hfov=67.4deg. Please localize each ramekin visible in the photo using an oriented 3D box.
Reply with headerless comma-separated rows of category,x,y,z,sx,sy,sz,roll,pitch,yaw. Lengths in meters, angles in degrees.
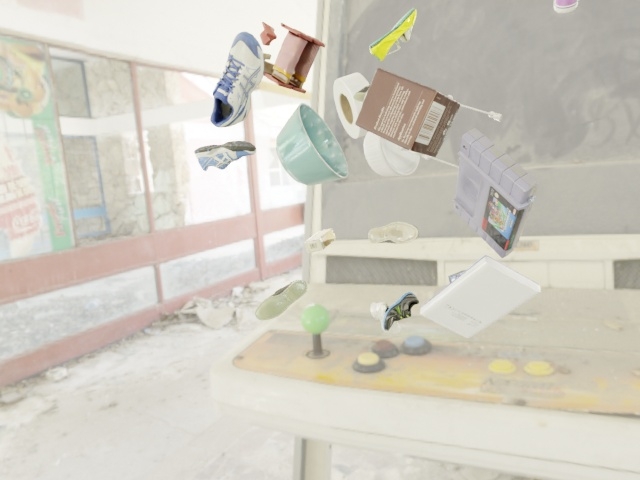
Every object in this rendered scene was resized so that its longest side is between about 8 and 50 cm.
ramekin,0.306,-0.404,2.103,0.273,0.273,0.127,-12,1,-43

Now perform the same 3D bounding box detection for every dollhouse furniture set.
dollhouse furniture set,-0.180,-0.731,1.840,0.374,0.201,0.152,38,24,33

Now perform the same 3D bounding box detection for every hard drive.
hard drive,0.501,0.191,1.538,0.210,0.319,0.040,27,43,-12

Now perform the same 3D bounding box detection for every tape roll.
tape roll,0.162,-0.622,2.218,0.100,0.286,0.286,-21,11,-10

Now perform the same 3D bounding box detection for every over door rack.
over door rack,0.475,-0.397,1.763,0.324,0.240,0.108,21,15,9

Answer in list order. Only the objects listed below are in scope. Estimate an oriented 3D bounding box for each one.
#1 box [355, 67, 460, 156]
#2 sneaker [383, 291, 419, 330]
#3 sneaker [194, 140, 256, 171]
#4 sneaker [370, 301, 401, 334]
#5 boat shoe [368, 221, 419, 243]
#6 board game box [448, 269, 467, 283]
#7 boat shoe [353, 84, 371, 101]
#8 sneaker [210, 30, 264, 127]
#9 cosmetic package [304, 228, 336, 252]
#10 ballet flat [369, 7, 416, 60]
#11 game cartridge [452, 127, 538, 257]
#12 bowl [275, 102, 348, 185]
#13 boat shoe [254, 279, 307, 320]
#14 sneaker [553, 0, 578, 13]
box,0.244,-0.355,1.342,0.203,0.168,0.167,35,23,31
sneaker,0.318,0.287,1.908,0.188,0.067,0.078,-45,58,-10
sneaker,-0.319,-0.289,1.638,0.211,0.081,0.080,-6,25,8
sneaker,0.356,0.398,2.438,0.115,0.232,0.090,-19,36,38
boat shoe,0.258,-0.024,1.634,0.065,0.075,0.206,-3,-2,-43
board game box,0.686,0.271,2.277,0.042,0.243,0.165,-15,-3,39
boat shoe,0.185,-0.583,1.894,0.049,0.042,0.133,36,-24,-33
sneaker,-0.254,-0.464,1.430,0.112,0.296,0.131,28,40,11
cosmetic package,0.000,0.000,1.568,0.060,0.041,0.115,-13,12,26
ballet flat,0.267,-0.714,1.682,0.231,0.077,0.077,-45,17,-12
game cartridge,0.456,-0.111,1.295,0.068,0.230,0.355,-29,-30,-5
bowl,-0.047,-0.324,1.759,0.163,0.312,0.311,-30,-2,23
boat shoe,-0.148,0.228,1.836,0.227,0.081,0.068,-33,3,-1
sneaker,0.833,-0.922,1.637,0.102,0.161,0.282,-8,48,19
